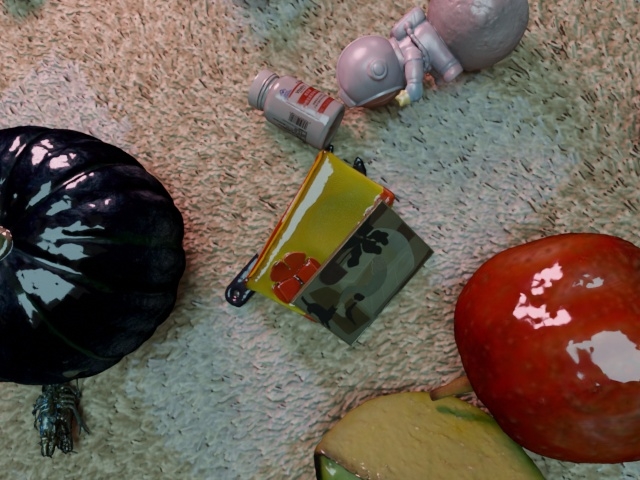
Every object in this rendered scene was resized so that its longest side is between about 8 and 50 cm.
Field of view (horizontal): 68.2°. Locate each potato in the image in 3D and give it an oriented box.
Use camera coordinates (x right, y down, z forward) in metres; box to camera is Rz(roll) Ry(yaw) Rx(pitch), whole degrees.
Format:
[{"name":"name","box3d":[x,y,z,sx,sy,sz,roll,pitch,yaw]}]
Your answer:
[{"name":"potato","box3d":[0.170,0.399,0.652,0.330,0.212,0.280,17,115,27]}]

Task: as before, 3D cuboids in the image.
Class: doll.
[{"name":"doll","box3d":[0.152,-0.287,0.698,0.287,0.151,0.151,-26,85,7]}]

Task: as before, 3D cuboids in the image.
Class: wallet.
[{"name":"wallet","box3d":[0.000,0.000,0.718,0.141,0.067,0.241,30,96,-9]}]

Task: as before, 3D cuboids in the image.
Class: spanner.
[{"name":"spanner","box3d":[-0.050,-0.021,0.764,0.087,0.024,0.316,42,93,7]}]

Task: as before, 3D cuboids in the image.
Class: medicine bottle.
[{"name":"medicine bottle","box3d":[-0.039,-0.208,0.741,0.140,0.079,0.079,31,91,6]}]

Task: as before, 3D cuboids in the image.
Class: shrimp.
[{"name":"shrimp","box3d":[-0.425,0.262,0.776,0.082,0.076,0.174,2,81,-35]}]

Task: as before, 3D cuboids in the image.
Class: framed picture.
[{"name":"framed picture","box3d":[0.068,0.054,0.717,0.136,0.010,0.201,41,92,-27]}]

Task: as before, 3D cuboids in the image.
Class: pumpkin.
[{"name":"pumpkin","box3d":[-0.378,0.019,0.670,0.363,0.266,0.364,0,86,5]}]

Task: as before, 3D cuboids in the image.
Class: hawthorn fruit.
[{"name":"hawthorn fruit","box3d":[0.293,0.148,0.616,0.330,0.287,0.287,-27,85,18]}]
